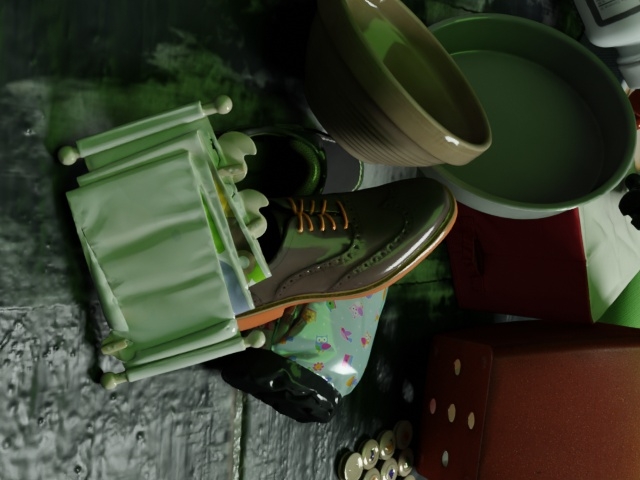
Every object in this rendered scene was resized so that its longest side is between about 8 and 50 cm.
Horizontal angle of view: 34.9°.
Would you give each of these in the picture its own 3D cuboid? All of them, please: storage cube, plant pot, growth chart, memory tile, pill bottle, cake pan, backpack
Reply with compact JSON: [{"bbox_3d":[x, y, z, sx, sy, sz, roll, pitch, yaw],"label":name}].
[{"bbox_3d":[0.293,-0.017,1.334,0.215,0.193,0.183,-37,122,-44],"label":"storage cube"},{"bbox_3d":[0.061,-0.157,1.054,0.237,0.110,0.237,38,29,-26],"label":"plant pot"},{"bbox_3d":[-0.125,0.004,0.865,0.172,0.021,0.237,-10,106,-5],"label":"growth chart"},{"bbox_3d":[0.265,0.224,1.261,0.236,0.267,0.267,9,87,-16],"label":"plant pot"},{"bbox_3d":[0.072,0.289,1.238,0.148,0.012,0.113,-18,108,-49],"label":"memory tile"},{"bbox_3d":[0.418,-0.375,1.391,0.176,0.176,0.318,-38,105,-42],"label":"pill bottle"},{"bbox_3d":[0.221,-0.143,1.194,0.293,0.293,0.054,-54,169,-32],"label":"cake pan"},{"bbox_3d":[-0.010,0.080,1.029,0.152,0.115,0.182,42,60,-43],"label":"backpack"}]

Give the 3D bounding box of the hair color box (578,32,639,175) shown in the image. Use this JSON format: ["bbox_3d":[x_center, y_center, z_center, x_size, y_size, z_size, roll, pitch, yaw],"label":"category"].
[{"bbox_3d":[0.473,-0.237,1.596,0.374,0.114,0.185,-56,134,-30],"label":"hair color box"}]

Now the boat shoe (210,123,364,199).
[{"bbox_3d":[-0.039,-0.064,0.990,0.285,0.092,0.102,1,94,-51],"label":"boat shoe"}]

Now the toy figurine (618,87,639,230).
[{"bbox_3d":[0.477,-0.101,1.233,0.148,0.210,0.213,-6,100,-57],"label":"toy figurine"}]

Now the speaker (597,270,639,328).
[{"bbox_3d":[0.519,0.073,1.679,0.131,0.131,0.296,18,81,-51],"label":"speaker"}]

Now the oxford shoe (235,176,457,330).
[{"bbox_3d":[0.000,0.000,0.932,0.271,0.097,0.098,-24,146,-6],"label":"oxford shoe"}]
